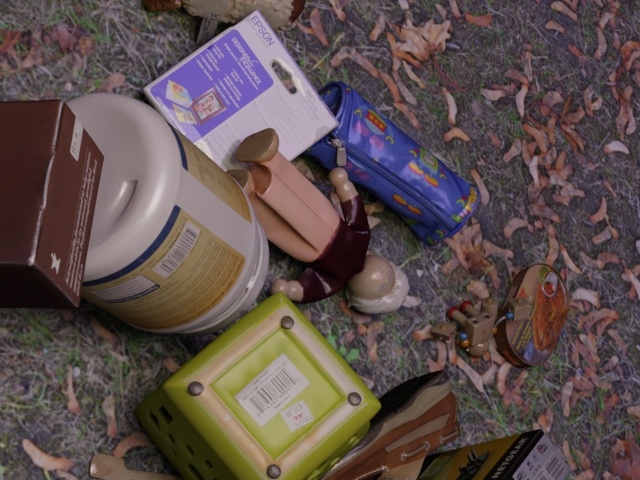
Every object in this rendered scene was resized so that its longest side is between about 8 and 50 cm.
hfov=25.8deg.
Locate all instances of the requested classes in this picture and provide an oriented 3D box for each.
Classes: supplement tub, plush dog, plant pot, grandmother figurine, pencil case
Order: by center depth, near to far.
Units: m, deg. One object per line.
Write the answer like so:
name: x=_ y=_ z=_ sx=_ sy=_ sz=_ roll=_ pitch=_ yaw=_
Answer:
supplement tub: x=-0.212 y=-0.018 z=1.692 sx=0.316 sy=0.228 sz=0.228 roll=42 pitch=45 yaw=-60
plant pot: x=-0.072 y=0.209 z=1.735 sx=0.228 sy=0.207 sz=0.227 roll=-39 pitch=83 yaw=-21
grandmother figurine: x=0.000 y=0.000 z=1.968 sx=0.342 sy=0.104 sz=0.208 roll=39 pitch=84 yaw=-33
plush dog: x=-0.149 y=-0.433 z=2.017 sx=0.262 sy=0.210 sz=0.225 roll=55 pitch=28 yaw=-45
pencil case: x=0.099 y=-0.111 z=2.099 sx=0.306 sy=0.119 sz=0.133 roll=35 pitch=23 yaw=-22

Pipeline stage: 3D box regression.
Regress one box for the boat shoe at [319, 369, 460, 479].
boat shoe: x=0.094 y=0.297 z=1.954 sx=0.324 sy=0.122 sz=0.120 roll=-29 pitch=96 yaw=-40

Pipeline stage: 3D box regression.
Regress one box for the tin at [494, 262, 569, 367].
tin: x=0.342 y=0.121 z=2.264 sx=0.106 sy=0.040 sz=0.190 roll=45 pitch=53 yaw=-21

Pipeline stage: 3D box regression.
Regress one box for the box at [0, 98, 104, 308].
box: x=-0.442 y=-0.037 z=1.498 sx=0.143 sy=0.381 sz=0.191 roll=61 pitch=32 yaw=-62

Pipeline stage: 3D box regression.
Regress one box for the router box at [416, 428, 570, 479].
router box: x=0.165 y=0.396 z=1.893 sx=0.081 sy=0.243 sz=0.309 roll=55 pitch=50 yaw=-9

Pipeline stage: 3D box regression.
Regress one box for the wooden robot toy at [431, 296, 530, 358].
wooden robot toy: x=0.245 y=0.142 z=2.173 sx=0.173 sy=0.076 sz=0.079 roll=-20 pitch=125 yaw=-27

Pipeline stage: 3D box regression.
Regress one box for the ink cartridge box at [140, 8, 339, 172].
ink cartridge box: x=-0.113 y=-0.184 z=1.968 sx=0.208 sy=0.045 sz=0.206 roll=-38 pitch=99 yaw=-16

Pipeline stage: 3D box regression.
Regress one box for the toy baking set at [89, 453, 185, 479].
toy baking set: x=-0.191 y=0.374 z=1.762 sx=0.197 sy=0.030 sz=0.256 roll=-15 pitch=84 yaw=-40

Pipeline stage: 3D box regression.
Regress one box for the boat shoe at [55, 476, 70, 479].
boat shoe: x=-0.331 y=0.404 z=1.614 sx=0.084 sy=0.095 sz=0.258 roll=36 pitch=66 yaw=-27
